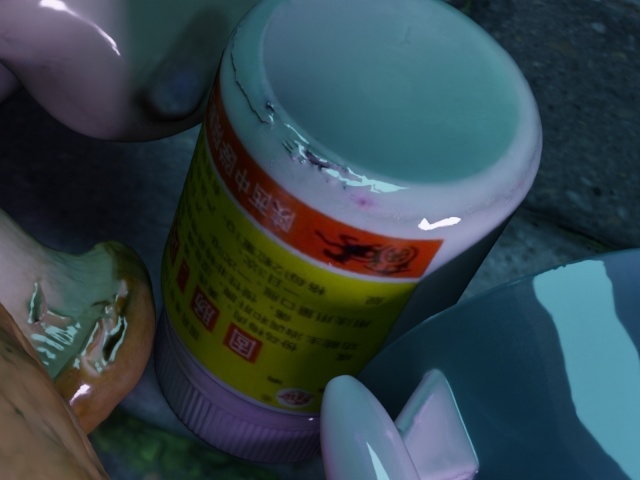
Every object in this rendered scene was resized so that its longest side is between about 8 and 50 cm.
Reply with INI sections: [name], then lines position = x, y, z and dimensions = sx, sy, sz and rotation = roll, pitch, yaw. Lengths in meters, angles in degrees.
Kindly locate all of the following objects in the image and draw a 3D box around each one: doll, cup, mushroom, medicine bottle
[doll]
position = -0.167, -0.169, 0.597
dimensions = 0.215, 0.370, 0.226
rotation = 18, 80, -47
[cup]
position = 0.115, 0.115, 0.507
dimensions = 0.300, 0.167, 0.173
rotation = 8, 54, -47
[mushroom]
position = -0.223, -0.031, 0.528
dimensions = 0.350, 0.128, 0.128
rotation = 37, 46, -22
[medicine bottle]
position = 0.000, 0.000, 0.567
dimensions = 0.139, 0.225, 0.139
rotation = 9, 52, -12

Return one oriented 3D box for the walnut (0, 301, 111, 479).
[walnut]
position = -0.202, 0.128, 0.349
dimensions = 0.306, 0.306, 0.344
rotation = -25, 59, -33
